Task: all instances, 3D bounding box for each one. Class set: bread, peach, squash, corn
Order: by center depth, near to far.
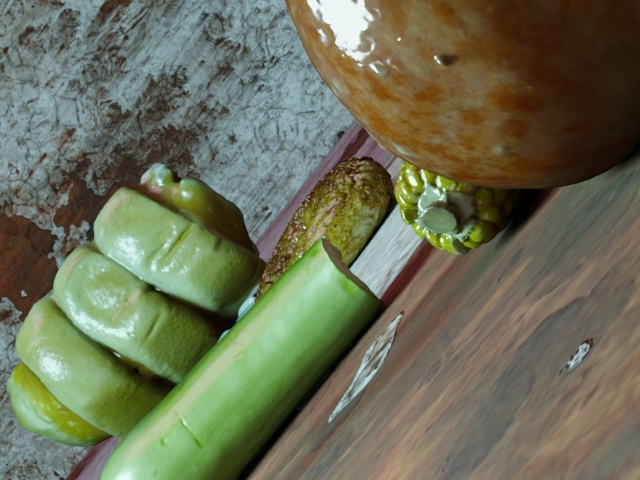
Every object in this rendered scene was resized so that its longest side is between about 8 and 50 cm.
[{"bbox_3d":[0.075,-0.141,0.672,0.232,0.232,0.232,-52,4,5],"label":"peach"},{"bbox_3d":[0.092,-0.056,0.859,0.068,0.068,0.207,-49,3,33],"label":"corn"},{"bbox_3d":[-0.056,0.108,1.040,0.250,0.083,0.083,-48,5,10],"label":"squash"},{"bbox_3d":[0.000,0.000,1.447,0.193,0.064,0.193,-53,6,9],"label":"bread"},{"bbox_3d":[-0.194,0.098,1.746,0.341,0.210,0.300,-53,-7,-10],"label":"bread"}]

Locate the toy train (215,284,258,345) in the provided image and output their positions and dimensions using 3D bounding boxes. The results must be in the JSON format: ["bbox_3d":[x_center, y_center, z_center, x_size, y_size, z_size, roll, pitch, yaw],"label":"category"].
[{"bbox_3d":[-0.067,0.091,1.507,0.043,0.047,0.207,-47,8,42],"label":"toy train"}]
